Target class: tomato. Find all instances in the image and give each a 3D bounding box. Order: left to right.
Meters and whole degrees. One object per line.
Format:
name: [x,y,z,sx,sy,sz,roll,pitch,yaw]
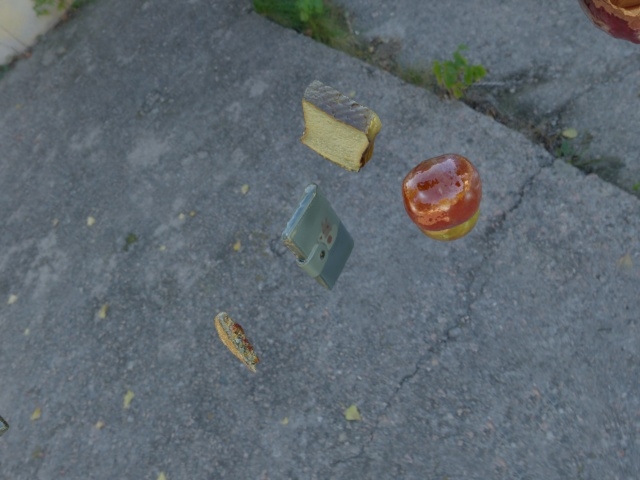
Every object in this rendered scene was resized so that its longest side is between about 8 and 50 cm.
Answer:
tomato: [0.342,-0.129,1.521,0.232,0.232,0.188,-28,66,15]

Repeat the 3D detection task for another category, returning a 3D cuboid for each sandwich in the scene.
sandwich: [0.039,-0.250,1.236,0.186,0.214,0.065,30,75,8]

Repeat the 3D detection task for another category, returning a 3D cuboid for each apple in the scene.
apple: [0.414,-0.117,1.808,0.237,0.207,0.236,-9,44,9]

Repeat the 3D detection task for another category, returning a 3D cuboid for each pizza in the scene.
pizza: [-0.233,0.297,1.586,0.062,0.188,0.199,-35,72,-20]

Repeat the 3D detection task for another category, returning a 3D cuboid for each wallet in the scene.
wallet: [0.000,0.000,1.883,0.083,0.360,0.252,8,61,34]

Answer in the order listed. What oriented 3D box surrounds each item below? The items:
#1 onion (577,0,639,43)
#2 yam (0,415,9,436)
onion: [0.307,-0.291,0.413,0.272,0.195,0.272,-11,73,42]
yam: [-0.489,0.172,0.701,0.234,0.027,0.029,36,89,11]
